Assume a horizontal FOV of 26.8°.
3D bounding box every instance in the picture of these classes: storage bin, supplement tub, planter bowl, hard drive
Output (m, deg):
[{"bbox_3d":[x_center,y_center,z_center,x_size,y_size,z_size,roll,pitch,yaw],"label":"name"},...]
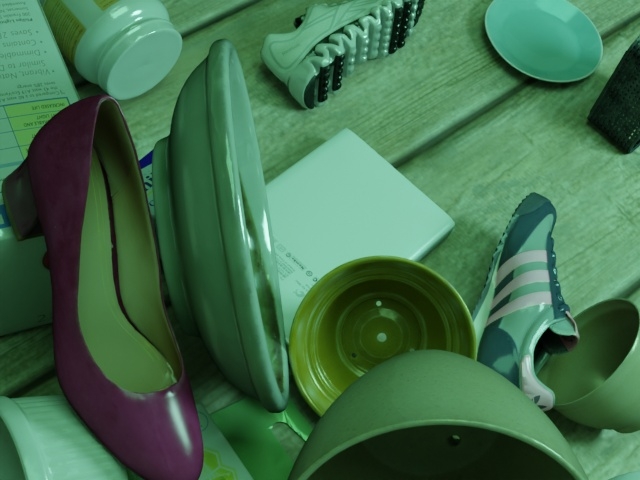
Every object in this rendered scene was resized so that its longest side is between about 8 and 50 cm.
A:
[{"bbox_3d":[0.471,-0.226,1.912,0.084,0.180,0.122,43,56,15],"label":"storage bin"},{"bbox_3d":[-0.290,-0.296,1.769,0.144,0.144,0.200,-30,68,-31],"label":"supplement tub"},{"bbox_3d":[0.073,0.121,1.585,0.217,0.090,0.217,0,96,2],"label":"planter bowl"},{"bbox_3d":[0.000,0.000,1.707,0.203,0.040,0.307,42,55,15],"label":"hard drive"},{"bbox_3d":[0.357,0.166,1.634,0.109,0.162,0.162,42,50,-19],"label":"planter bowl"}]

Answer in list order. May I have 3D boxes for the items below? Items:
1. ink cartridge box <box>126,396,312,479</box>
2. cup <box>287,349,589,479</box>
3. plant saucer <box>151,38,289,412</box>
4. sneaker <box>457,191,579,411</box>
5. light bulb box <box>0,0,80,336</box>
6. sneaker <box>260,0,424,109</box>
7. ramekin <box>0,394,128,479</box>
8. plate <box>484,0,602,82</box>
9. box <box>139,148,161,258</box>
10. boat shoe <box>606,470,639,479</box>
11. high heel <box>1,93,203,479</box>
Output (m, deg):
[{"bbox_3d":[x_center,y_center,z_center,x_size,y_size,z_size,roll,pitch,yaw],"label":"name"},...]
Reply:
[{"bbox_3d":[-0.094,0.257,1.492,0.235,0.056,0.171,-25,65,-27],"label":"ink cartridge box"},{"bbox_3d":[0.120,0.250,1.424,0.331,0.331,0.237,14,30,-6],"label":"cup"},{"bbox_3d":[-0.111,-0.009,1.434,0.100,0.400,0.401,-9,57,1],"label":"plant saucer"},{"bbox_3d":[0.267,0.082,1.668,0.131,0.112,0.319,12,58,19],"label":"sneaker"},{"bbox_3d":[-0.452,-0.075,1.517,0.357,0.225,0.361,-13,61,-24],"label":"light bulb box"},{"bbox_3d":[0.038,-0.302,1.898,0.118,0.110,0.292,38,53,23],"label":"sneaker"},{"bbox_3d":[-0.273,0.252,1.356,0.109,0.207,0.207,-8,58,-32],"label":"ramekin"},{"bbox_3d":[0.334,-0.304,2.027,0.188,0.024,0.188,7,55,-11],"label":"plate"},{"bbox_3d":[-0.175,-0.045,1.642,0.137,0.072,0.126,21,48,31],"label":"box"},{"bbox_3d":[0.477,0.352,1.541,0.335,0.121,0.119,14,49,-8],"label":"boat shoe"},{"bbox_3d":[-0.185,0.053,1.291,0.127,0.181,0.377,-25,82,-46],"label":"high heel"}]
